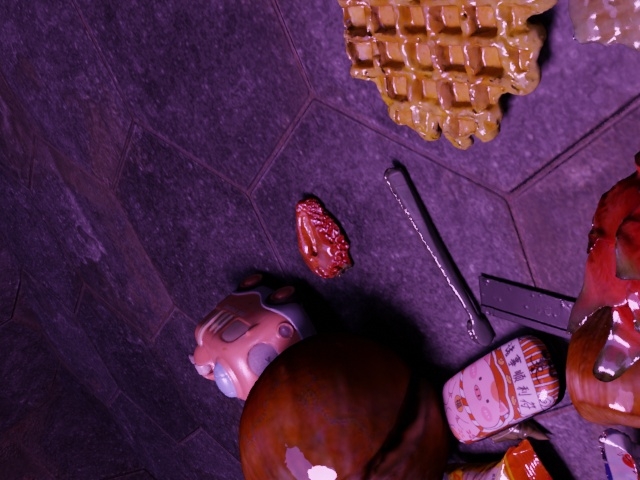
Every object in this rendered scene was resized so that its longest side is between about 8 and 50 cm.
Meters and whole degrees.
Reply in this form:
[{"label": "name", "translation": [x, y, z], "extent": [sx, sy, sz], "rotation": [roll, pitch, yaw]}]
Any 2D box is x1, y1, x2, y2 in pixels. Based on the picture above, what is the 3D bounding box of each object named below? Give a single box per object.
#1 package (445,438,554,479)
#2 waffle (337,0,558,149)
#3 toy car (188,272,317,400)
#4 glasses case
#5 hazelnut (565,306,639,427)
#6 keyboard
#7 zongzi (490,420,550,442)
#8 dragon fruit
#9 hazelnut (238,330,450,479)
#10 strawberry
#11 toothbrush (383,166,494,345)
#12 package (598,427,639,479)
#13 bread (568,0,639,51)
[{"label": "package", "translation": [0.312, 0.430, 1.242], "extent": [0.223, 0.108, 0.288], "rotation": [49, 151, 9]}, {"label": "waffle", "translation": [0.115, -0.252, 0.861], "extent": [0.307, 0.060, 0.312], "rotation": [42, 146, 18]}, {"label": "toy car", "translation": [-0.125, 0.199, 1.462], "extent": [0.270, 0.212, 0.180], "rotation": [15, 133, 56]}, {"label": "glasses case", "translation": [0.255, 0.217, 1.114], "extent": [0.267, 0.067, 0.103], "rotation": [-55, 48, 55]}, {"label": "hazelnut", "translation": [0.346, 0.139, 0.877], "extent": [0.150, 0.150, 0.150], "rotation": [33, 144, 29]}, {"label": "keyboard", "translation": [0.291, 0.092, 1.017], "extent": [0.195, 0.018, 0.060], "rotation": [16, 126, 44]}, {"label": "zongzi", "translation": [0.302, 0.296, 1.189], "extent": [0.083, 0.040, 0.076], "rotation": [30, 140, 14]}, {"label": "dragon fruit", "translation": [0.340, 0.023, 0.719], "extent": [0.192, 0.193, 0.274], "rotation": [14, 140, 5]}, {"label": "hazelnut", "translation": [0.047, 0.352, 1.287], "extent": [0.359, 0.359, 0.409], "rotation": [36, 150, 25]}, {"label": "strawberry", "translation": [-0.002, 0.002, 1.280], "extent": [0.104, 0.048, 0.152], "rotation": [-8, 118, 51]}, {"label": "toothbrush", "translation": [0.167, 0.024, 1.098], "extent": [0.297, 0.030, 0.030], "rotation": [60, 158, -13]}, {"label": "package", "translation": [0.464, 0.341, 1.001], "extent": [0.194, 0.071, 0.269], "rotation": [5, 138, 53]}, {"label": "bread", "translation": [0.314, -0.218, 0.628], "extent": [0.172, 0.064, 0.232], "rotation": [51, 150, 1]}]
